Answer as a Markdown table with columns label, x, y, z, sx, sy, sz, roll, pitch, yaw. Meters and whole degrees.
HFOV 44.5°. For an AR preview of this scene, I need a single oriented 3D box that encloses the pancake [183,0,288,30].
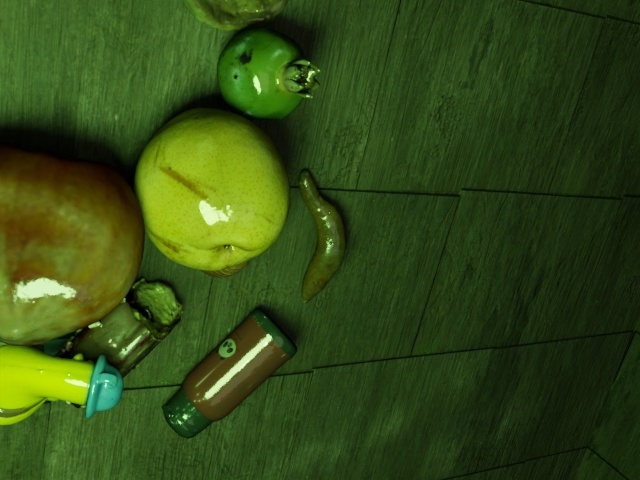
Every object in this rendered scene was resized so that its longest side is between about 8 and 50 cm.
| label | x | y | z | sx | sy | sz | roll | pitch | yaw |
| --- | --- | --- | --- | --- | --- | --- | --- | --- | --- |
| pancake | -0.156 | -0.503 | 1.488 | 0.236 | 0.042 | 0.222 | 29 | 95 | -40 |

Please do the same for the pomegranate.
| label | x | y | z | sx | sy | sz | roll | pitch | yaw |
| --- | --- | --- | --- | --- | --- | --- | --- | --- | --- |
| pomegranate | -0.091 | -0.317 | 1.508 | 0.187 | 0.225 | 0.186 | -16 | 114 | -40 |

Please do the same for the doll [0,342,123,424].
| label | x | y | z | sx | sy | sz | roll | pitch | yaw |
| --- | --- | --- | --- | --- | --- | --- | --- | --- | --- |
| doll | -0.502 | 0.241 | 1.336 | 0.199 | 0.363 | 0.145 | 48 | 43 | -57 |

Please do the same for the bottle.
| label | x | y | z | sx | sy | sz | roll | pitch | yaw |
| --- | --- | --- | --- | --- | --- | --- | --- | --- | --- |
| bottle | -0.221 | 0.315 | 1.817 | 0.336 | 0.144 | 0.144 | -42 | 129 | -4 |

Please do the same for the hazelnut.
| label | x | y | z | sx | sy | sz | roll | pitch | yaw |
| --- | --- | --- | --- | --- | --- | --- | --- | --- | --- |
| hazelnut | -0.485 | 0.004 | 1.345 | 0.366 | 0.366 | 0.365 | -15 | 121 | -26 |

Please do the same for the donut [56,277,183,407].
| label | x | y | z | sx | sy | sz | roll | pitch | yaw |
| --- | --- | --- | --- | --- | --- | --- | --- | --- | --- |
| donut | -0.410 | 0.208 | 1.549 | 0.259 | 0.345 | 0.136 | -43 | 92 | 6 |

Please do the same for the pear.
| label | x | y | z | sx | sy | sz | roll | pitch | yaw |
| --- | --- | --- | --- | --- | --- | --- | --- | --- | --- |
| pear | -0.206 | -0.096 | 1.491 | 0.315 | 0.314 | 0.314 | -15 | 121 | -26 |

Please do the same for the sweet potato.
| label | x | y | z | sx | sy | sz | roll | pitch | yaw |
| --- | --- | --- | --- | --- | --- | --- | --- | --- | --- |
| sweet potato | 0.007 | -0.004 | 1.832 | 0.109 | 0.079 | 0.345 | -9 | 116 | -15 |

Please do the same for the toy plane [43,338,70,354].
| label | x | y | z | sx | sy | sz | roll | pitch | yaw |
| --- | --- | --- | --- | --- | --- | --- | --- | --- | --- |
| toy plane | -0.560 | 0.129 | 1.555 | 0.096 | 0.060 | 0.234 | -23 | 121 | -37 |

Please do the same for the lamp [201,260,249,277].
| label | x | y | z | sx | sy | sz | roll | pitch | yaw |
| --- | --- | --- | --- | --- | --- | --- | --- | --- | --- |
| lamp | -0.211 | 0.013 | 1.665 | 0.136 | 0.136 | 0.136 | -15 | 121 | -26 |
